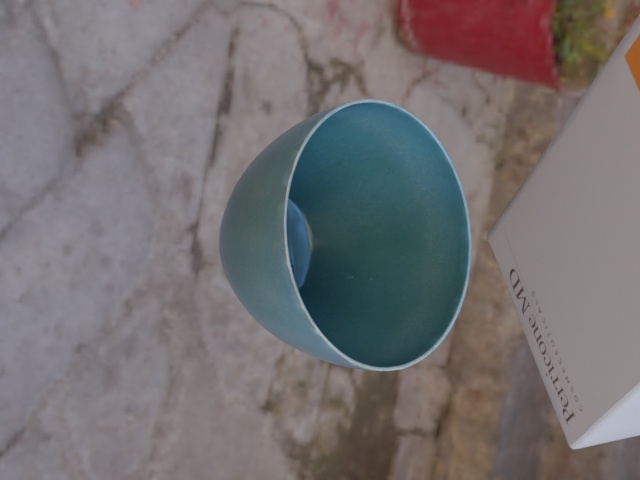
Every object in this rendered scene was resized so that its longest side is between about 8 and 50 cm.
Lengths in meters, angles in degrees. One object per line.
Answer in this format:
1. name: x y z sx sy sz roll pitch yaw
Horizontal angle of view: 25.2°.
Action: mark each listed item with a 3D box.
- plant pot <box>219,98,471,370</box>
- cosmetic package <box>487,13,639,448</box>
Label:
1. plant pot: 0.000 0.000 1.586 0.290 0.195 0.290 6 82 -44
2. cosmetic package: 0.309 -0.029 1.132 0.453 0.161 0.230 115 -39 -58
